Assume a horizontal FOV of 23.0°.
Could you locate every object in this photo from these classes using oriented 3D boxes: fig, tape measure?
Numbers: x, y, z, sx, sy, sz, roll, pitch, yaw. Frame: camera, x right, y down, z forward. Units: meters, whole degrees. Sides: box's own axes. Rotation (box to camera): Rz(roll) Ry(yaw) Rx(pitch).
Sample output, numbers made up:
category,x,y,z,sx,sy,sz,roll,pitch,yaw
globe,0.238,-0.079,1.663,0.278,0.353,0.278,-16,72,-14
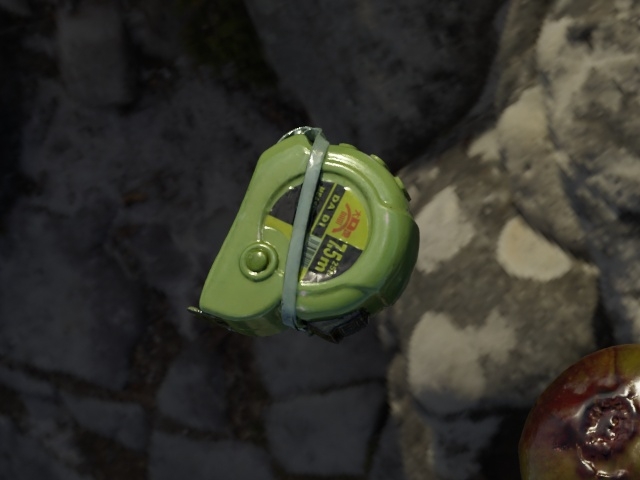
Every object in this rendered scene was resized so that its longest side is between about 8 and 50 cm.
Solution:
category,x,y,z,sx,sy,sz,roll,pitch,yaw
fig,0.126,0.088,0.646,0.082,0.098,0.084,5,71,26
tape measure,0.000,0.000,1.232,0.154,0.087,0.177,18,81,18
